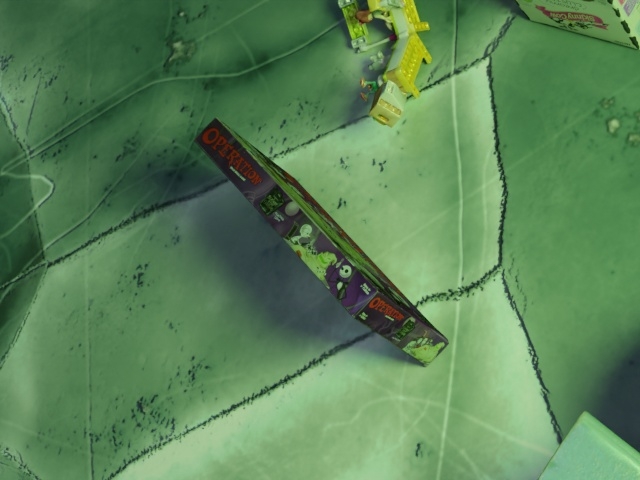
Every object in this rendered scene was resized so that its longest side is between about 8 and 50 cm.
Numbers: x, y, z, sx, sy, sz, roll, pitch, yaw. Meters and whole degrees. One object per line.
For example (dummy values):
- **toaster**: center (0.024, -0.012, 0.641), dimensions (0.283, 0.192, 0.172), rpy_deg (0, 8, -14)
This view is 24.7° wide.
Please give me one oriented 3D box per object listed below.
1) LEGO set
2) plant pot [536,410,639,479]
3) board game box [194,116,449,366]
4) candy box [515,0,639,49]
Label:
- **LEGO set**: center (0.067, -0.260, 1.913), dimensions (0.107, 0.132, 0.287), rpy_deg (-18, 68, 31)
- **plant pot**: center (0.311, 0.353, 1.450), dimensions (0.252, 0.247, 0.247), rpy_deg (33, 87, 20)
- **board game box**: center (0.000, 0.000, 1.780), dimensions (0.056, 0.208, 0.347), rpy_deg (-44, 56, 2)
- **candy box**: center (0.301, -0.320, 1.759), dimensions (0.165, 0.196, 0.070), rpy_deg (21, 81, 34)
